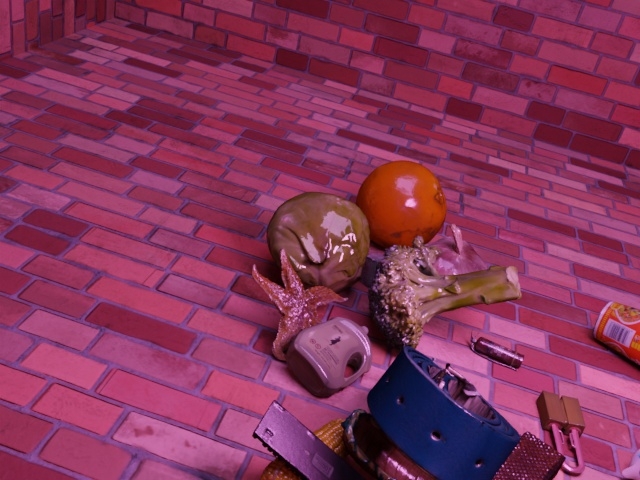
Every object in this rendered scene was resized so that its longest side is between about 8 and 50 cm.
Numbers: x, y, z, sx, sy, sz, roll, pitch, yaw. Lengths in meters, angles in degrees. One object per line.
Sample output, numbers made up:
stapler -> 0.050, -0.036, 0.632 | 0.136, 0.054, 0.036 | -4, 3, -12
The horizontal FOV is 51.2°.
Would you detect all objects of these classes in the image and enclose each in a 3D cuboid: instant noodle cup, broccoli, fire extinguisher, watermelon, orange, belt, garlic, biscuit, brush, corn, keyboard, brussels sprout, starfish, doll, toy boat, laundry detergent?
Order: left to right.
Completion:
starfish -> -0.056, 0.159, 1.769 | 0.299, 0.060, 0.302 | -41, 103, -38
corn -> -0.019, 0.461, 1.410 | 0.093, 0.093, 0.244 | 33, 37, 28
keyboard -> -0.004, 0.458, 1.338 | 0.317, 0.027, 0.106 | 44, 41, -7
brussels sprout -> 0.000, 0.000, 1.988 | 0.328, 0.247, 0.327 | -3, 67, 7
laundry detergent -> 0.042, 0.282, 1.709 | 0.181, 0.091, 0.253 | 46, 41, 18
watermelon -> 0.126, 0.047, 2.139 | 0.241, 0.094, 0.154 | 29, 28, 28
toy boat -> 0.162, 0.473, 1.413 | 0.293, 0.099, 0.108 | 36, 36, 1
orange -> 0.268, -0.113, 2.234 | 0.313, 0.312, 0.312 | 10, 32, -6
broccoli -> 0.310, 0.159, 1.826 | 0.397, 0.275, 0.353 | 23, 75, 31
belt -> 0.257, 0.375, 1.425 | 0.300, 0.173, 0.436 | 37, 7, 7
garlic -> 0.409, 0.053, 2.078 | 0.245, 0.253, 0.245 | 3, 36, -2
fire extinguisher -> 0.493, 0.312, 1.890 | 0.158, 0.043, 0.064 | 23, 75, 15
biscuit -> 0.400, 0.555, 1.446 | 0.107, 0.073, 0.388 | 32, 36, 29
brush -> 0.612, 0.481, 1.667 | 0.103, 0.047, 0.233 | 14, 32, -1
instant noodle cup -> 0.947, 0.284, 2.002 | 0.212, 0.193, 0.193 | 27, 33, 37
doll -> 0.817, 0.533, 1.607 | 0.181, 0.106, 0.110 | -16, 35, -40
